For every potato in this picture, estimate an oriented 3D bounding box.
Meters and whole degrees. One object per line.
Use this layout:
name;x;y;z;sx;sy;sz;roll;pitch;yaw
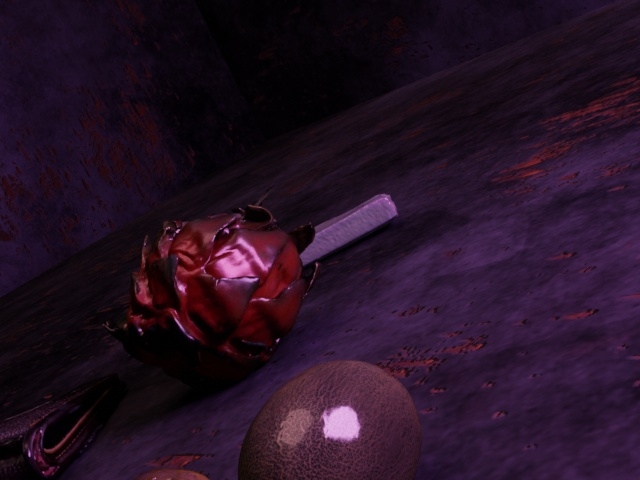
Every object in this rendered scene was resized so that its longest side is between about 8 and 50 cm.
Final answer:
potato;-0.113;0.182;0.706;0.092;0.045;0.047;-24;47;29

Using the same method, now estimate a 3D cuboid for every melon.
melon;0.007;0.121;0.567;0.098;0.098;0.130;-19;9;36

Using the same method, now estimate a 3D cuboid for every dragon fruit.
dragon fruit;-0.101;0.051;0.974;0.182;0.182;0.189;-122;54;-79

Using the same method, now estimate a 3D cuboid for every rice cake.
rice cake;0.001;0.000;1.300;0.221;0.042;0.080;-27;5;12

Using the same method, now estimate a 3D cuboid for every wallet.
wallet;-0.336;0.218;1.035;0.220;0.071;0.262;-26;4;10

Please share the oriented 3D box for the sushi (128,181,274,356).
sushi;-0.141;0.046;1.351;0.279;0.043;0.192;-48;7;11
